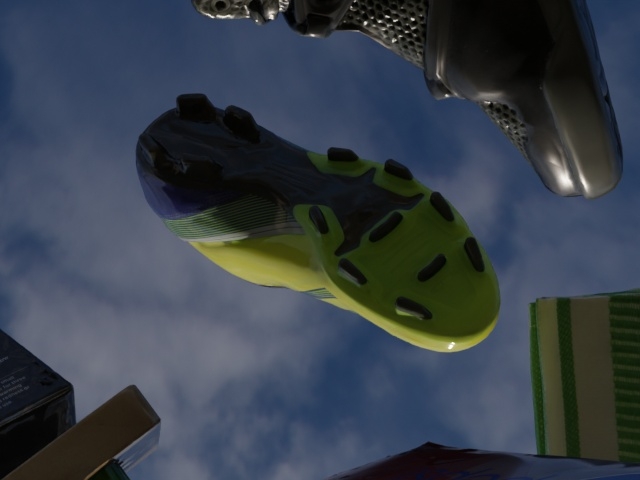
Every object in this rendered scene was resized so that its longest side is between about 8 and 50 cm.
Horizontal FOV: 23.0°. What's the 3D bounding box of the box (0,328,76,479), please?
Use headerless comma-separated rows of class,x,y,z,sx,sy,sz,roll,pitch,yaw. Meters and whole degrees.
box,-0.252,0.124,0.992,0.108,0.207,0.153,-27,-48,-37

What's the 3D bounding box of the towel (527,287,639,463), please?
towel,0.302,0.143,1.043,0.325,0.038,0.248,-3,-92,-10

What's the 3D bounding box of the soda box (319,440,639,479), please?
soda box,0.056,0.108,0.397,0.083,0.263,0.092,-16,-90,-22

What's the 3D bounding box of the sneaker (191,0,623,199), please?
sneaker,0.026,-0.095,0.585,0.130,0.087,0.227,-24,-57,19

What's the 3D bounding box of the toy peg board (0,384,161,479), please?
toy peg board,-0.103,0.132,0.518,0.161,0.161,0.079,-37,-95,-11

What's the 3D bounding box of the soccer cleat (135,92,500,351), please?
soccer cleat,0.000,-0.001,1.014,0.093,0.289,0.121,-47,-34,-24
